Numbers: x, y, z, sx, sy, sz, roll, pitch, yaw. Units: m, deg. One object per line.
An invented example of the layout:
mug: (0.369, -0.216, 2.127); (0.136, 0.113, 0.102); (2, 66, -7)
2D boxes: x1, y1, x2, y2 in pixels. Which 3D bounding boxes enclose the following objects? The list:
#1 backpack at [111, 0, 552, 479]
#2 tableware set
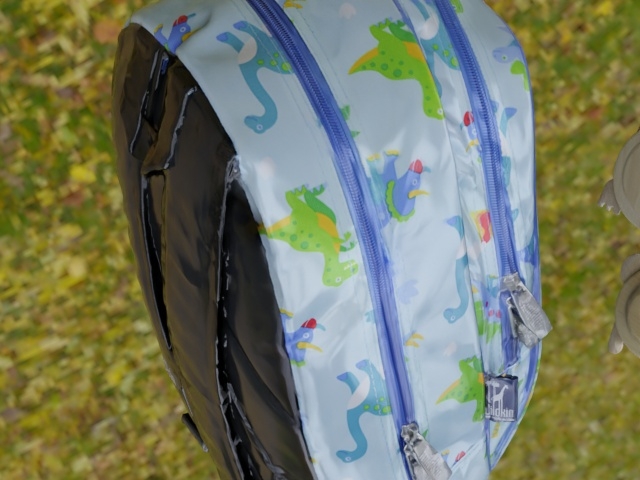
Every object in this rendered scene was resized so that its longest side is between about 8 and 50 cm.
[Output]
backpack: (0.000, 0.000, 0.851); (0.273, 0.290, 0.355); (-30, 132, -2)
tableware set: (0.222, 0.012, 0.768); (0.020, 0.169, 0.141); (-4, 105, -58)
